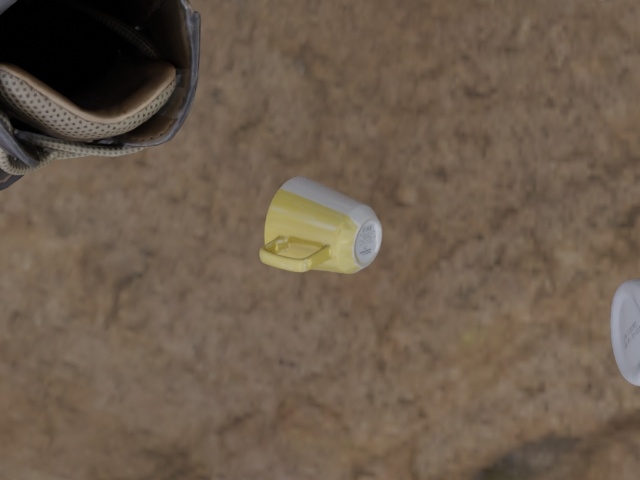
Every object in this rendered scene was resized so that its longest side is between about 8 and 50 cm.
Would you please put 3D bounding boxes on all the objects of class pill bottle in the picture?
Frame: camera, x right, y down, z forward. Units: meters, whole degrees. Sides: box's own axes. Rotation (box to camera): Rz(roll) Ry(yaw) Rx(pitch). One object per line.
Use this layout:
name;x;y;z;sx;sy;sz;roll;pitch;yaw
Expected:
pill bottle;0.318;0.067;1.515;0.160;0.087;0.087;-3;127;-12

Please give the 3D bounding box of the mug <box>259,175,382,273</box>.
mug;0.002;0.000;1.279;0.064;0.078;0.062;16;155;32

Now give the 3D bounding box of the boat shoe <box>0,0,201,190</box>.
boat shoe;-0.120;-0.085;0.737;0.132;0.130;0.355;-22;164;-22
